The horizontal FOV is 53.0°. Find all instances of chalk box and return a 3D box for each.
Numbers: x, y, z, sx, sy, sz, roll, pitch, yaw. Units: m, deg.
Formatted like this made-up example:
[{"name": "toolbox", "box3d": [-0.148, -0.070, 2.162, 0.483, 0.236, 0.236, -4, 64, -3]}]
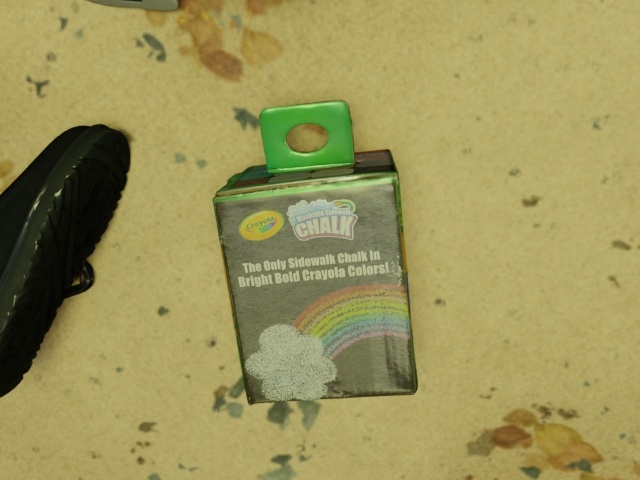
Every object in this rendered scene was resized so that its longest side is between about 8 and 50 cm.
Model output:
[{"name": "chalk box", "box3d": [0.000, 0.000, 0.504, 0.132, 0.132, 0.213, -5, 104, 6]}]

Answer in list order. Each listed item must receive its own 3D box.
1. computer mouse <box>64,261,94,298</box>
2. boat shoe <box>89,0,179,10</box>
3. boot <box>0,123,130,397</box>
[{"name": "computer mouse", "box3d": [-0.323, 0.060, 0.584, 0.242, 0.041, 0.071, -18, 103, 7]}, {"name": "boat shoe", "box3d": [-0.158, -0.209, 0.509, 0.100, 0.035, 0.035, 8, 78, 5]}, {"name": "boot", "box3d": [-0.300, -0.019, 0.530, 0.207, 0.094, 0.247, 26, 87, 9]}]
